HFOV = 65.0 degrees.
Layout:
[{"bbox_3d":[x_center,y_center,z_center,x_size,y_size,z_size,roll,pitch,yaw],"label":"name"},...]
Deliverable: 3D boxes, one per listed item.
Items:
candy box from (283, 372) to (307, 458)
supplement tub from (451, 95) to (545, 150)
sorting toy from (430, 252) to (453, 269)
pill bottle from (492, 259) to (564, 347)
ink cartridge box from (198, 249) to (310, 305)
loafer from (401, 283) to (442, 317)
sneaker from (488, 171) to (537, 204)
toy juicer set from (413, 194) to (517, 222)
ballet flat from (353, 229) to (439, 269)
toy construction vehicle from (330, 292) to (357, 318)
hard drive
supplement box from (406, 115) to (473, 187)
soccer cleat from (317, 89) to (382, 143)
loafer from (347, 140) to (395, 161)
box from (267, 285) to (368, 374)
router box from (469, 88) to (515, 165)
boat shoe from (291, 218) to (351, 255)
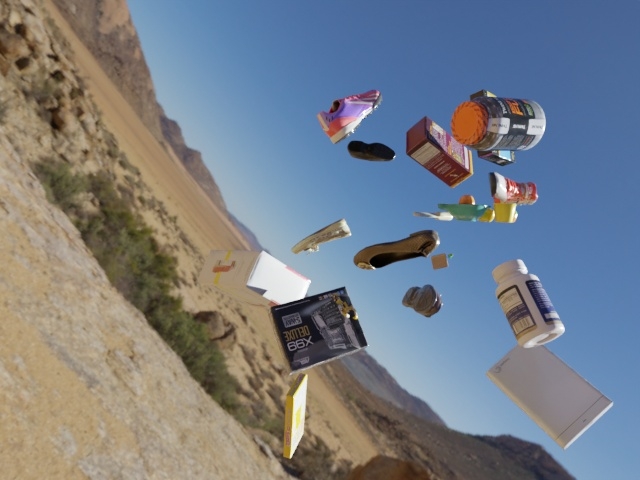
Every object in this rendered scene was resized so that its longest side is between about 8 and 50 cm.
[{"bbox_3d":[-0.069,0.474,1.363,0.105,0.027,0.206,-51,148,-65],"label":"candy box"},{"bbox_3d":[0.388,-0.255,1.106,0.117,0.190,0.117,17,-70,58],"label":"supplement tub"},{"bbox_3d":[0.458,0.075,1.883,0.012,0.083,0.062,-89,163,-59],"label":"sorting toy"},{"bbox_3d":[0.425,0.128,1.050,0.094,0.094,0.169,61,12,-59],"label":"pill bottle"},{"bbox_3d":[-0.280,0.166,2.072,0.279,0.160,0.385,34,-21,-36],"label":"ink cartridge box"},{"bbox_3d":[0.378,0.220,1.776,0.095,0.109,0.302,31,-5,-5],"label":"loafer"},{"bbox_3d":[0.666,-0.181,1.734,0.270,0.145,0.090,29,58,-62],"label":"sneaker"},{"bbox_3d":[0.510,-0.110,1.723,0.329,0.089,0.209,4,3,31],"label":"toy juicer set"},{"bbox_3d":[0.182,0.036,1.235,0.084,0.250,0.058,21,59,-44],"label":"ballet flat"},{"bbox_3d":[0.087,0.228,1.756,0.086,0.035,0.098,39,14,-53],"label":"toy construction vehicle"},{"bbox_3d":[0.812,0.532,1.811,0.353,0.233,0.047,45,-8,42],"label":"hard drive"},{"bbox_3d":[0.336,-0.248,1.421,0.188,0.081,0.104,31,45,-22],"label":"supplement box"},{"bbox_3d":[0.105,-0.446,1.686,0.116,0.318,0.109,49,-38,-12],"label":"soccer cleat"},{"bbox_3d":[0.178,-0.303,1.743,0.170,0.062,0.061,17,-19,17],"label":"loafer"},{"bbox_3d":[-0.011,0.325,1.835,0.076,0.307,0.242,120,-46,-60],"label":"box"},{"bbox_3d":[0.463,-0.299,1.351,0.046,0.133,0.179,-15,-105,45],"label":"router box"},{"bbox_3d":[0.000,0.000,2.304,0.089,0.285,0.104,62,9,-2],"label":"boat shoe"}]
